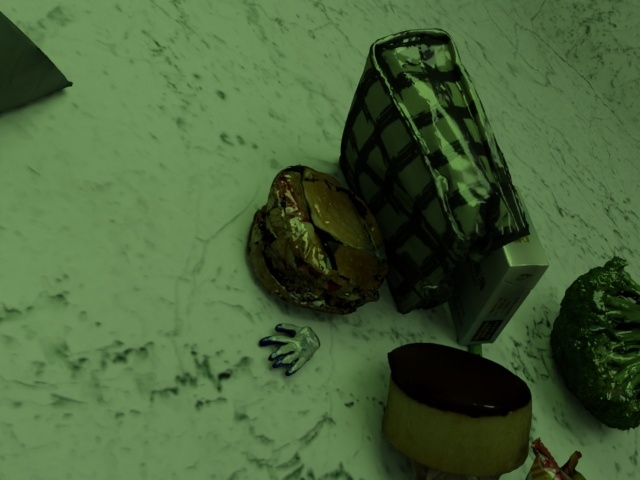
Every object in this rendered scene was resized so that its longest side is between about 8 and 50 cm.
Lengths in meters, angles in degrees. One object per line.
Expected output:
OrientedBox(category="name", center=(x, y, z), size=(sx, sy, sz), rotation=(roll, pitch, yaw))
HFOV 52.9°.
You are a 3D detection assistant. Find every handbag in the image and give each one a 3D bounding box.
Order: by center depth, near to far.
OrientedBox(category="handbag", center=(0.152, -0.089, 0.978), size=(0.162, 0.325, 0.327), rotation=(-13, 70, -12))

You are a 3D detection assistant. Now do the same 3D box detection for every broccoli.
OrientedBox(category="broccoli", center=(0.564, 0.186, 1.177), size=(0.303, 0.283, 0.321), rotation=(2, 76, -55))

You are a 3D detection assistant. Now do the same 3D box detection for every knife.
OrientedBox(category="knife", center=(0.277, 0.160, 1.131), size=(0.054, 0.015, 0.212), rotation=(34, 40, -22))

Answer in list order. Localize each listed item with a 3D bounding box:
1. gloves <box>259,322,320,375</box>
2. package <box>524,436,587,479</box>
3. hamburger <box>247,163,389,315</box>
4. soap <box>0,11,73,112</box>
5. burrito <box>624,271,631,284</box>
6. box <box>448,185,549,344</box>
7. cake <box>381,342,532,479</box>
OrientedBox(category="gloves", center=(-0.041, 0.138, 0.840), size=(0.086, 0.026, 0.064), rotation=(-29, 80, -46))
OrientedBox(category="package", center=(0.309, 0.402, 0.800), size=(0.223, 0.108, 0.288), rotation=(34, 49, -54))
OrientedBox(category="hamburger", center=(0.000, 0.000, 0.930), size=(0.231, 0.107, 0.231), rotation=(28, 39, -26))
OrientedBox(category="soap", center=(-0.364, -0.244, 0.659), size=(0.159, 0.258, 0.302), rotation=(43, 38, -6))
OrientedBox(category="burrito", center=(0.753, 0.143, 1.576), size=(0.055, 0.041, 0.149), rotation=(15, 52, -18))
OrientedBox(category="box", center=(0.270, 0.046, 1.036), size=(0.067, 0.243, 0.155), rotation=(-3, 56, -11))
OrientedBox(category="cake", center=(0.168, 0.252, 0.854), size=(0.207, 0.178, 0.185), rotation=(18, 15, 13))
